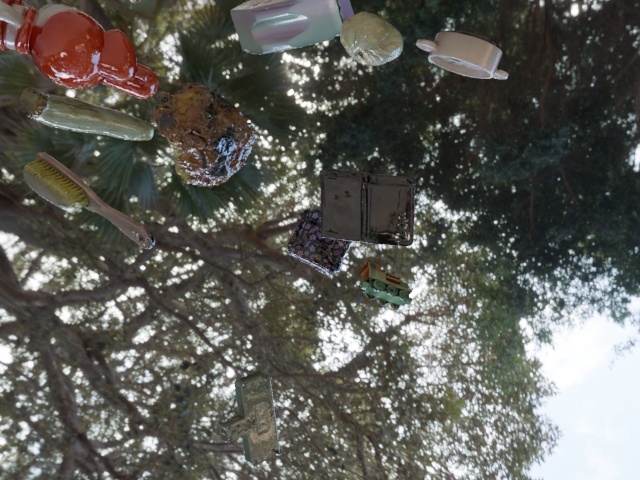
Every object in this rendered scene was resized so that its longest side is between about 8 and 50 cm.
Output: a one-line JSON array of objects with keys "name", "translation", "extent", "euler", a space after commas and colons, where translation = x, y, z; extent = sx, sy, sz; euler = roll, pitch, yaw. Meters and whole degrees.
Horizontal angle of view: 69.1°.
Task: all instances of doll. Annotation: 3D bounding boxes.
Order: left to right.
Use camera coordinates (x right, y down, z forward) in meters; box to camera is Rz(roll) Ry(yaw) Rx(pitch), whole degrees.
[{"name": "doll", "translation": [-0.423, -0.326, 0.793], "extent": [0.161, 0.291, 0.129], "euler": [2, -103, 65]}]

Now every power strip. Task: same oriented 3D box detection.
[{"name": "power strip", "translation": [-0.177, 0.449, 1.147], "extent": [0.145, 0.215, 0.061], "euler": [-10, -177, -39]}]

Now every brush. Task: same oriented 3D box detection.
[{"name": "brush", "translation": [-0.445, -0.063, 0.879], "extent": [0.313, 0.072, 0.067], "euler": [33, -129, 11]}]

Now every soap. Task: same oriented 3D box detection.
[{"name": "soap", "translation": [-0.088, -0.758, 1.580], "extent": [0.447, 0.156, 0.261], "euler": [7, -139, 31]}]

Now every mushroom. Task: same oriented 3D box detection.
[{"name": "mushroom", "translation": [-0.628, -0.334, 1.265], "extent": [0.107, 0.333, 0.087], "euler": [46, -62, 33]}]

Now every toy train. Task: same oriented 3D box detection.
[{"name": "toy train", "translation": [0.211, 0.145, 1.478], "extent": [0.074, 0.176, 0.118], "euler": [124, -21, -44]}]

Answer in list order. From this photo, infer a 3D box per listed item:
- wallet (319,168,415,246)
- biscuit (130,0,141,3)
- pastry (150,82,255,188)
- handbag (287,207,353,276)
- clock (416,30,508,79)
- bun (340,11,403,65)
[{"name": "wallet", "translation": [0.151, -0.109, 1.537], "extent": [0.323, 0.246, 0.041], "euler": [6, -160, 18]}, {"name": "biscuit", "translation": [-0.616, -0.846, 1.426], "extent": [0.049, 0.208, 0.180], "euler": [-21, -98, -6]}, {"name": "pastry", "translation": [-0.431, -0.399, 1.784], "extent": [0.338, 0.405, 0.292], "euler": [-28, -134, -12]}, {"name": "handbag", "translation": [0.000, 0.000, 1.737], "extent": [0.229, 0.127, 0.207], "euler": [28, -102, 1]}, {"name": "clock", "translation": [0.322, -0.416, 1.038], "extent": [0.155, 0.229, 0.063], "euler": [-114, -138, -71]}, {"name": "bun", "translation": [0.087, -0.348, 0.823], "extent": [0.115, 0.115, 0.069], "euler": [31, -82, 46]}]
